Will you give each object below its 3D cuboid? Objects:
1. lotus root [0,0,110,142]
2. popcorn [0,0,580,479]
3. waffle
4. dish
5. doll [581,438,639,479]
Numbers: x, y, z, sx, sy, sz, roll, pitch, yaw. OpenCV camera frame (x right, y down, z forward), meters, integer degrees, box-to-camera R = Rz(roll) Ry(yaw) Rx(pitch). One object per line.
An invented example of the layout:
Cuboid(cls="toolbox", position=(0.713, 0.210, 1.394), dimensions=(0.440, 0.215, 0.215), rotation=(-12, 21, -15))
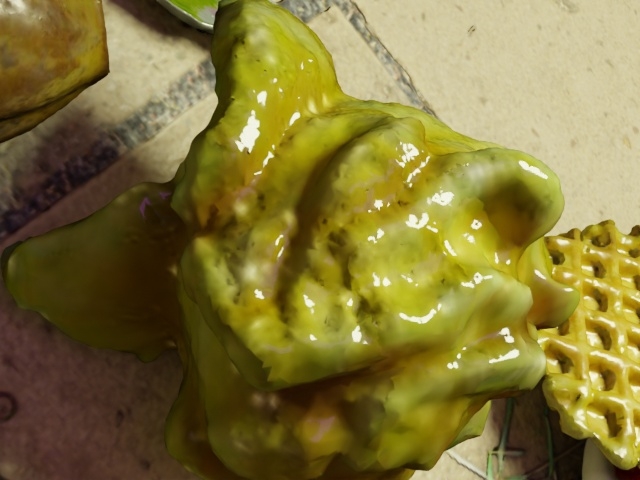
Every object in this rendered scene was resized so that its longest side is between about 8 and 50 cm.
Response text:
Cuboid(cls="lotus root", position=(-0.261, -0.137, 0.485), dimensions=(0.291, 0.193, 0.193), rotation=(3, 73, -31))
Cuboid(cls="popcorn", position=(-0.006, 0.001, 0.543), dimensions=(0.321, 0.290, 0.325), rotation=(-7, 97, -36))
Cuboid(cls="waffle", position=(0.288, 0.091, 0.781), dimensions=(0.291, 0.051, 0.291), rotation=(11, 50, -13))
Cuboid(cls="dish", position=(-0.092, -0.197, 0.696), dimensions=(0.137, 0.039, 0.091), rotation=(34, 54, -20))
Cuboid(cls="doll", position=(0.309, 0.227, 0.786), dimensions=(0.188, 0.099, 0.384), rotation=(54, 48, -5))
